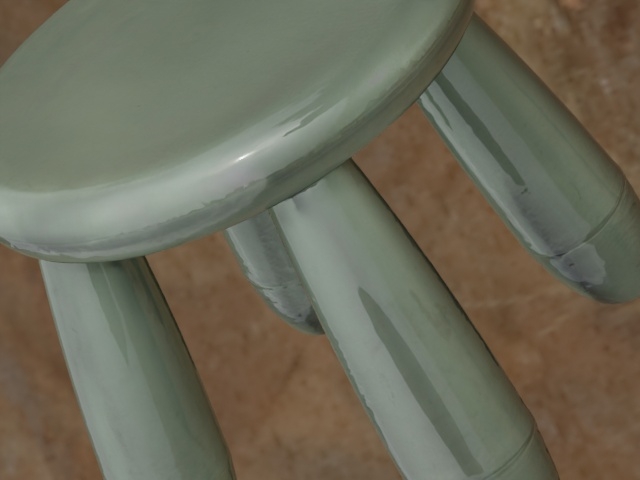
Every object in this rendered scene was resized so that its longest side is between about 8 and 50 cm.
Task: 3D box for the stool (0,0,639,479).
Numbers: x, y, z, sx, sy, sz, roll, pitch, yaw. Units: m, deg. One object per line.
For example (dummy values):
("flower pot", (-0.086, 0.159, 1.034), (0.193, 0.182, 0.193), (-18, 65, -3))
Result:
("stool", (0.000, 0.000, 0.706), (0.195, 0.195, 0.199), (-10, 125, 33))
